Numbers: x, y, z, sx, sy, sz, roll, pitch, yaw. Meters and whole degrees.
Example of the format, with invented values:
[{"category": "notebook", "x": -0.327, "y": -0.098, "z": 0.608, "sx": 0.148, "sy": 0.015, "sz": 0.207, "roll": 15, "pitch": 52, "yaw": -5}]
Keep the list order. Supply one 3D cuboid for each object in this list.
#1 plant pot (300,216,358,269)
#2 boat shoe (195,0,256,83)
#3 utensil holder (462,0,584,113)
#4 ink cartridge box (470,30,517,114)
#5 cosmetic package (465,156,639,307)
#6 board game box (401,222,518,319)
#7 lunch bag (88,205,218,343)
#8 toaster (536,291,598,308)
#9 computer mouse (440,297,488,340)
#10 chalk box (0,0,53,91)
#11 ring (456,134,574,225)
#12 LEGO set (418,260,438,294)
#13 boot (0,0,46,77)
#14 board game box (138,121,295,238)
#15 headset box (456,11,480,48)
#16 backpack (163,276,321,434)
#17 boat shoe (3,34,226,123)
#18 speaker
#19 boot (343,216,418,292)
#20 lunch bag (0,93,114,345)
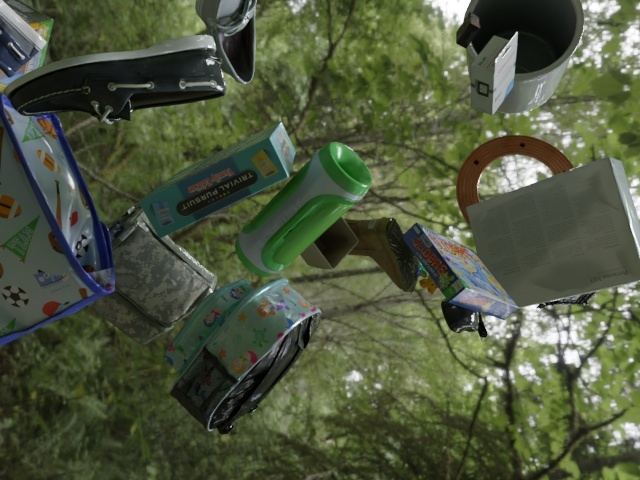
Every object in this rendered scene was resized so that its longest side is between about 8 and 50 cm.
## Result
[{"category": "plant pot", "x": 0.000, "y": 0.000, "z": 1.437, "sx": 0.096, "sy": 0.109, "sz": 0.109, "roll": -17, "pitch": -67, "yaw": 52}, {"category": "boat shoe", "x": -0.174, "y": -0.428, "z": 1.270, "sx": 0.103, "sy": 0.118, "sz": 0.320, "roll": 47, "pitch": -18, "yaw": 6}, {"category": "utensil holder", "x": 0.609, "y": -0.587, "z": 1.950, "sx": 0.385, "sy": 0.328, "sz": 0.327, "roll": 25, "pitch": 53, "yaw": -75}, {"category": "ink cartridge box", "x": 0.393, "y": -0.386, "z": 1.437, "sx": 0.060, "sy": 0.104, "sz": 0.180, "roll": 30, "pitch": -19, "yaw": 26}, {"category": "cosmetic package", "x": 0.564, "y": 0.000, "z": 1.526, "sx": 0.377, "sy": 0.097, "sz": 0.284, "roll": -20, "pitch": -107, "yaw": 41}, {"category": "board game box", "x": 0.224, "y": 0.052, "z": 1.002, "sx": 0.035, "sy": 0.201, "sz": 0.136, "roll": -46, "pitch": -126, "yaw": 20}, {"category": "lunch bag", "x": -0.440, "y": 0.077, "z": 1.582, "sx": 0.305, "sy": 0.256, "sz": 0.212, "roll": 46, "pitch": 27, "yaw": -24}, {"category": "toaster", "x": 0.670, "y": 0.091, "z": 1.691, "sx": 0.168, "sy": 0.186, "sz": 0.110, "roll": 116, "pitch": -34, "yaw": -40}, {"category": "computer mouse", "x": 0.390, "y": 0.162, "z": 1.690, "sx": 0.262, "sy": 0.060, "sz": 0.184, "roll": 22, "pitch": 50, "yaw": -53}, {"category": "chalk box", "x": -0.584, "y": -0.364, "z": 1.139, "sx": 0.132, "sy": 0.132, "sz": 0.213, "roll": -61, "pitch": 179, "yaw": 28}, {"category": "ring", "x": 0.543, "y": -0.133, "z": 1.741, "sx": 0.032, "sy": 0.337, "sz": 0.336, "roll": 70, "pitch": 7, "yaw": -72}, {"category": "LEGO set", "x": 0.315, "y": 0.082, "z": 1.828, "sx": 0.093, "sy": 0.227, "sz": 0.087, "roll": -37, "pitch": -145, "yaw": 29}, {"category": "boot", "x": -0.520, "y": -0.339, "z": 0.960, "sx": 0.190, "sy": 0.086, "sz": 0.069, "roll": 45, "pitch": -7, "yaw": -37}, {"category": "board game box", "x": -0.182, "y": -0.129, "z": 1.233, "sx": 0.336, "sy": 0.254, "sz": 0.079, "roll": -90, "pitch": 154, "yaw": -74}, {"category": "headset box", "x": 0.368, "y": -0.523, "z": 1.579, "sx": 0.062, "sy": 0.032, "sz": 0.083, "roll": -58, "pitch": -168, "yaw": 38}, {"category": "backpack", "x": -0.127, "y": 0.175, "z": 1.096, "sx": 0.191, "sy": 0.253, "sz": 0.225, "roll": 47, "pitch": 23, "yaw": 11}, {"category": "boat shoe", "x": -0.283, "y": -0.216, "z": 0.902, "sx": 0.114, "sy": 0.303, "sz": 0.091, "roll": 180, "pitch": -107, "yaw": -77}, {"category": "speaker", "x": -0.039, "y": -0.054, "z": 1.227, "sx": 0.296, "sy": 0.131, "sz": 0.131, "roll": -42, "pitch": -133, "yaw": 29}, {"category": "boot", "x": 0.090, "y": 0.022, "z": 1.558, "sx": 0.270, "sy": 0.089, "sz": 0.236, "roll": 3, "pitch": -48, "yaw": 37}, {"category": "lunch bag", "x": -0.592, "y": -0.015, "z": 1.166, "sx": 0.239, "sy": 0.328, "sz": 0.385, "roll": -15, "pitch": 81, "yaw": -82}]
